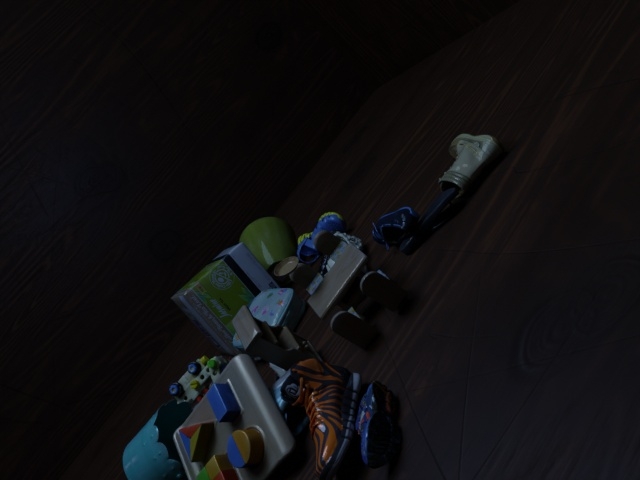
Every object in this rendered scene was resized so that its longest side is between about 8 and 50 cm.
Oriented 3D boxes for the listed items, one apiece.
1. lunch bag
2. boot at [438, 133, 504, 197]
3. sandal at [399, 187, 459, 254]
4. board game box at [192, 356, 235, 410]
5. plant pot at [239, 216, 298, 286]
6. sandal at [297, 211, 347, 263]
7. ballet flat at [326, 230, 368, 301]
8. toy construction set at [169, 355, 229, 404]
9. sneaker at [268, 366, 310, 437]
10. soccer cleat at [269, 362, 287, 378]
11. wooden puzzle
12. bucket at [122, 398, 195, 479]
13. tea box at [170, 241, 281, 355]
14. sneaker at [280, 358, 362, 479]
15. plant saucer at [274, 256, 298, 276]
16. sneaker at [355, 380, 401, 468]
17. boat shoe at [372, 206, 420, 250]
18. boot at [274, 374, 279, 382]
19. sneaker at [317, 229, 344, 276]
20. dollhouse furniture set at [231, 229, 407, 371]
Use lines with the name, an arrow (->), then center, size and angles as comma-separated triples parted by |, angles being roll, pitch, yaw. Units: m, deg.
lunch bag -> -0.185, 0.310, 2.139 | 0.224, 0.108, 0.279 | -8, 44, 41
boot -> 0.442, -0.235, 1.838 | 0.203, 0.095, 0.262 | -51, 19, -5
sandal -> 0.340, -0.057, 1.772 | 0.254, 0.054, 0.097 | -53, 5, 20
board game box -> -0.378, 0.575, 2.165 | 0.305, 0.053, 0.193 | -55, 17, -25
plant pot -> -0.212, 0.079, 2.618 | 0.275, 0.275, 0.293 | -45, 31, 10
sandal -> 0.000, 0.000, 2.449 | 0.317, 0.126, 0.138 | -45, 16, 43
ballet flat -> 0.075, 0.083, 1.985 | 0.147, 0.147, 0.409 | -44, 16, 16
toy construction set -> -0.405, 0.534, 2.019 | 0.328, 0.215, 0.151 | -44, -18, -10
sneaker -> -0.122, 0.483, 1.536 | 0.366, 0.135, 0.150 | -51, 18, 8
soccer cleat -> -0.101, 0.389, 1.723 | 0.076, 0.068, 0.196 | -58, 40, 32
wooden puzzle -> -0.254, 0.523, 1.521 | 0.348, 0.080, 0.322 | -50, 50, 16
bucket -> -0.449, 0.653, 1.772 | 0.183, 0.281, 0.281 | -45, 15, 13
tea box -> -0.356, 0.240, 2.329 | 0.323, 0.329, 0.220 | -46, 13, -26
sneaker -> -0.016, 0.395, 1.321 | 0.321, 0.180, 0.124 | -70, 3, -64
plant saucer -> -0.098, 0.080, 1.707 | 0.083, 0.015, 0.083 | -24, 29, 14
sneaker -> 0.115, 0.398, 1.221 | 0.087, 0.083, 0.221 | -56, 5, 24
boat shoe -> 0.219, -0.033, 1.846 | 0.089, 0.109, 0.258 | -58, 1, -23
boot -> -0.115, 0.402, 1.894 | 0.106, 0.037, 0.114 | -57, 9, 17
sneaker -> 0.020, 0.050, 2.237 | 0.217, 0.121, 0.079 | -50, 14, -7
dollhouse furniture set -> -0.027, 0.170, 1.665 | 0.394, 0.256, 0.362 | -54, 29, 4
